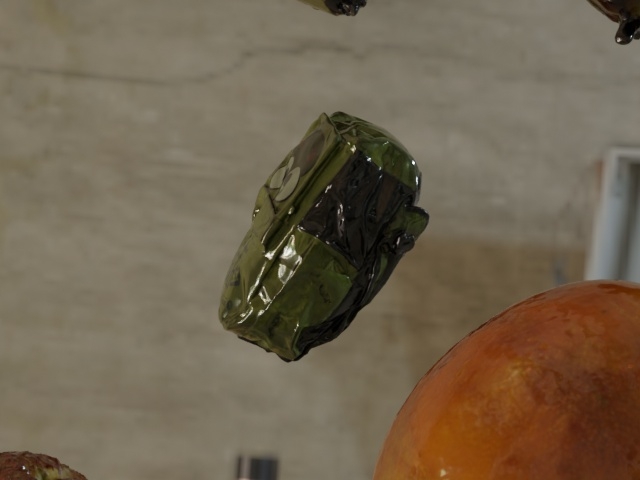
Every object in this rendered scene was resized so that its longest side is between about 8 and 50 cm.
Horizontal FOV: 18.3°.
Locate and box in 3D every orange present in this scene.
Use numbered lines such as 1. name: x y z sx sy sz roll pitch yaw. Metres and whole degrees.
1. orange: 0.172 0.164 1.191 0.284 0.284 0.226 8 19 -22

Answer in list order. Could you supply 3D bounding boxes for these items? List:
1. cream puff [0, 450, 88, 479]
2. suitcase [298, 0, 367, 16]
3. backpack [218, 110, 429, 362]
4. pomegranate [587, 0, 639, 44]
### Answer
1. cream puff: -0.245 0.283 1.771 0.240 0.164 0.240 48 3 -3
2. suitcase: 0.021 -0.367 2.345 0.143 0.194 0.235 46 -9 -35
3. backpack: 0.000 0.000 1.957 0.140 0.253 0.207 33 6 -12
4. pomegranate: 0.263 -0.263 1.535 0.156 0.220 0.156 -1 6 0
